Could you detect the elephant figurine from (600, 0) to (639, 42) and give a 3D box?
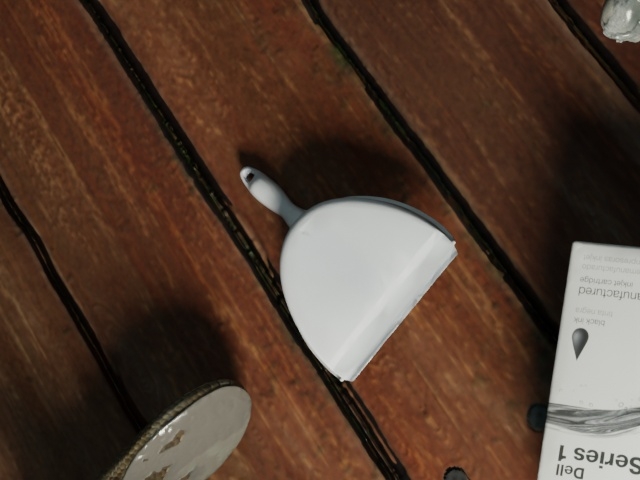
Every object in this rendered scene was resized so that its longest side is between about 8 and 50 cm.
[{"bbox_3d":[0.336,-0.139,1.060,0.239,0.186,0.169,42,54,16],"label":"elephant figurine"}]

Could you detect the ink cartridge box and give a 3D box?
[{"bbox_3d":[0.247,0.122,1.055,0.160,0.092,0.219,5,80,26],"label":"ink cartridge box"}]

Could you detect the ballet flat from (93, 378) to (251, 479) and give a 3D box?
[{"bbox_3d":[-0.154,0.200,1.242,0.250,0.084,0.058,-48,40,12],"label":"ballet flat"}]

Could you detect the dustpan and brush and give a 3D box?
[{"bbox_3d":[0.000,0.000,1.227,0.211,0.060,0.147,41,95,20],"label":"dustpan and brush"}]
